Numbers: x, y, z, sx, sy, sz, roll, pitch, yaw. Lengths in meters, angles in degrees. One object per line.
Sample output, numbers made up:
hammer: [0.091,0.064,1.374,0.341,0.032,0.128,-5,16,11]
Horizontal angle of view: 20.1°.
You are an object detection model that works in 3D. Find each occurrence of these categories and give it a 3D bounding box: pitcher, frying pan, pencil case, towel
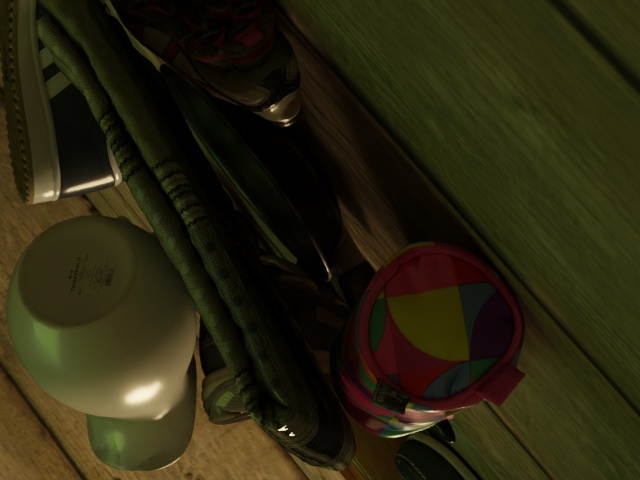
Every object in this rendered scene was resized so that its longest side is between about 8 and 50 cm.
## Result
pitcher: [-0.141,0.046,1.275,0.207,0.125,0.178,73,-160,-61]
frying pan: [-0.010,-0.017,1.270,0.326,0.053,0.197,46,171,35]
pencil case: [0.060,0.068,1.096,0.104,0.104,0.236,53,173,4]
towel: [-0.083,-0.003,1.146,0.324,0.056,0.312,62,-178,13]

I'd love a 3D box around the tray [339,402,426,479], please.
tray: [0.103,0.267,1.740,0.411,0.076,0.203,54,171,4]

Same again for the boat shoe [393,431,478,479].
boat shoe: [0.135,0.272,1.556,0.254,0.079,0.095,49,171,28]

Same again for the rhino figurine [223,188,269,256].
rhino figurine: [-0.085,0.026,1.782,0.243,0.073,0.106,57,174,-34]

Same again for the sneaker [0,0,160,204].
sneaker: [-0.191,-0.176,1.526,0.099,0.153,0.282,-140,46,-66]

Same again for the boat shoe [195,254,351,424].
boat shoe: [-0.019,0.070,1.464,0.355,0.132,0.130,29,-131,-83]

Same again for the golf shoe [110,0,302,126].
golf shoe: [-0.074,-0.127,1.123,0.186,0.067,0.086,44,167,49]
